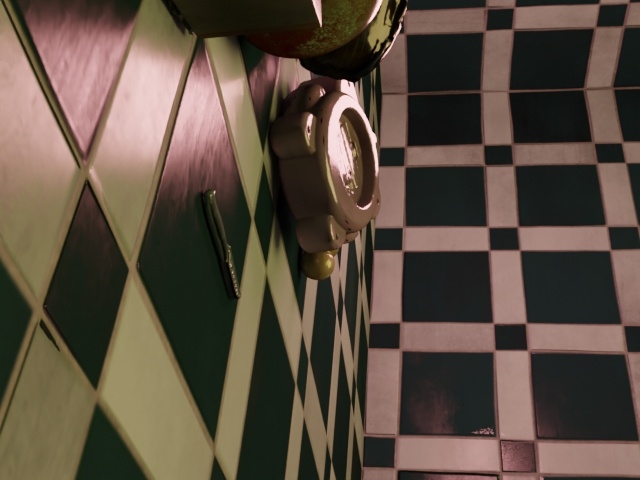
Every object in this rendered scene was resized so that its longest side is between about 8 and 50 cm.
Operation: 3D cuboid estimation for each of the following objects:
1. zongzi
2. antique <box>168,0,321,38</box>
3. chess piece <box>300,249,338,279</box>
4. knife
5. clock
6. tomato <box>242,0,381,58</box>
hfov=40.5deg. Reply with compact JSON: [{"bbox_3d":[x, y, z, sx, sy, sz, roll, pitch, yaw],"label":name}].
[{"bbox_3d":[0.104,-0.506,1.419,0.432,0.207,0.404,-36,-136,52],"label":"zongzi"},{"bbox_3d":[-0.079,-0.301,0.904,0.148,0.151,0.147,51,38,-74],"label":"antique"},{"bbox_3d":[0.000,0.000,1.760,0.094,0.094,0.171,74,25,-64],"label":"chess piece"},{"bbox_3d":[-0.121,0.014,1.090,0.210,0.015,0.028,82,5,-47],"label":"knife"},{"bbox_3d":[0.013,-0.137,1.567,0.322,0.113,0.296,-51,129,-63],"label":"clock"},{"bbox_3d":[-0.011,-0.381,1.154,0.270,0.222,0.271,-2,90,-79],"label":"tomato"}]
